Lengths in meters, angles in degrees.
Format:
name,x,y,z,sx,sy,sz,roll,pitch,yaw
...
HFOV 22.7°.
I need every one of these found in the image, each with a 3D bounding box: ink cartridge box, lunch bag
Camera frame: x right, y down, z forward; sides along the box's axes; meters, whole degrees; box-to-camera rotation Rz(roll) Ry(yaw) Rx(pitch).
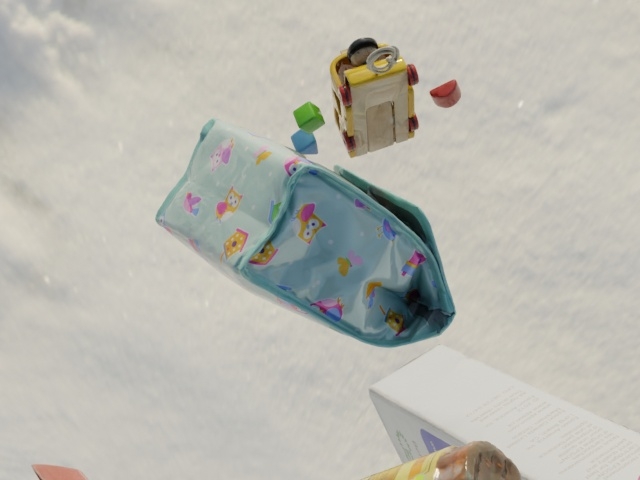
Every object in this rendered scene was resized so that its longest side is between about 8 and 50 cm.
name,x,y,z,sx,sy,sz,roll,pitch,yaw
ink cartridge box,0.150,0.172,0.793,0.069,0.371,0.175,-30,108,-12
lunch bag,0.000,0.000,1.649,0.262,0.223,0.160,28,91,-32

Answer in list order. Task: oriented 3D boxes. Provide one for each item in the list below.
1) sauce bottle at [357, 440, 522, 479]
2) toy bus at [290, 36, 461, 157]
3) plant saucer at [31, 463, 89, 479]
name,x,y,z,sx,sy,sz,roll,pitch,yaw
sauce bottle,0.004,0.099,0.498,0.128,0.042,0.042,-24,74,28
toy bus,0.060,-0.196,1.996,0.191,0.202,0.104,11,46,-45
plant saucer,-0.214,0.384,1.810,0.048,0.258,0.259,-33,119,-16
